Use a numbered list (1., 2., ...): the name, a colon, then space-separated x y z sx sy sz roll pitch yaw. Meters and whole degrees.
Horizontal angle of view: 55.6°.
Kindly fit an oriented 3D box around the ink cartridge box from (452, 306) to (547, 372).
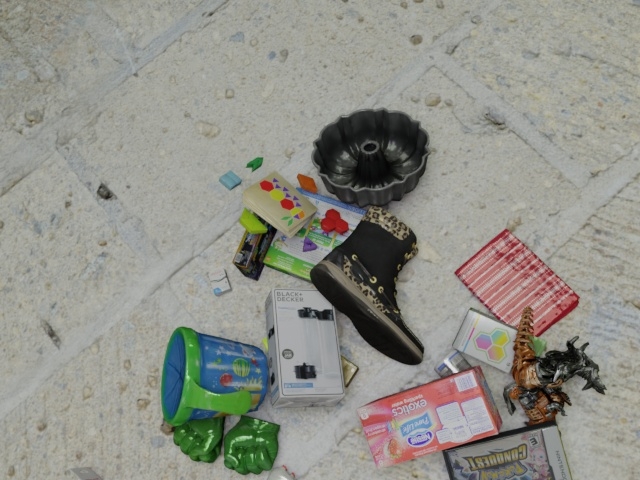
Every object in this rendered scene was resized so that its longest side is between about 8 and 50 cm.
1. ink cartridge box: 0.455 0.264 1.545 0.209 0.062 0.108 25 97 15

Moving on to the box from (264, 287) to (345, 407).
1. box: -0.044 0.265 1.523 0.169 0.087 0.289 4 57 -16

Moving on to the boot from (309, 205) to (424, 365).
1. boot: 0.178 0.115 1.593 0.377 0.138 0.284 43 57 -9

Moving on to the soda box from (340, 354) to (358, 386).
1. soda box: 0.011 0.313 1.608 0.181 0.058 0.061 31 78 17

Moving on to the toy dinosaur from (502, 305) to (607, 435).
1. toy dinosaur: 0.543 0.326 1.459 0.219 0.321 0.164 -14 26 6

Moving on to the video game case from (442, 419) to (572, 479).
1. video game case: 0.451 0.576 1.426 0.275 0.035 0.248 -15 91 4

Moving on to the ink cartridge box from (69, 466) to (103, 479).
1. ink cartridge box: -0.572 0.660 1.546 0.180 0.104 0.060 33 80 17

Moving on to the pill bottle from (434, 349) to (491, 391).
1. pill bottle: 0.361 0.351 1.537 0.078 0.078 0.137 -40 71 -6

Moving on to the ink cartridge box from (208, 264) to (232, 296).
1. ink cartridge box: -0.289 0.112 1.732 0.048 0.028 0.083 -22 70 0

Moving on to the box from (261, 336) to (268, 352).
1. box: -0.089 0.336 1.586 0.042 0.109 0.178 -28 70 -5

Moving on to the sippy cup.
1. sippy cup: -0.258 0.340 1.511 0.224 0.240 0.305 9 40 -25

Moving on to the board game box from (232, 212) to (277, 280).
1. board game box: -0.177 0.012 1.690 0.048 0.141 0.170 17 75 14

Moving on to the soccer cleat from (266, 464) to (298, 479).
1. soccer cleat: -0.051 0.640 1.500 0.196 0.068 0.076 31 65 24

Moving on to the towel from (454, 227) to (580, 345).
1. towel: 0.522 0.124 1.618 0.199 0.031 0.275 -40 69 -4

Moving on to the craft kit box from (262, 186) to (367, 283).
1. craft kit box: 0.000 0.000 1.719 0.250 0.061 0.246 20 73 14

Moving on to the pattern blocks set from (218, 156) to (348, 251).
1. pattern blocks set: -0.107 -0.098 1.653 0.285 0.026 0.325 -28 69 -38

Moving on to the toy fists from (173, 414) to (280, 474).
1. toy fists: -0.244 0.512 1.557 0.279 0.096 0.142 12 74 10

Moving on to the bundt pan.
1. bundt pan: 0.145 -0.221 1.705 0.331 0.124 0.330 -6 52 7

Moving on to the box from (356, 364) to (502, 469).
1. box: 0.262 0.420 1.448 0.300 0.142 0.154 -24 75 17
